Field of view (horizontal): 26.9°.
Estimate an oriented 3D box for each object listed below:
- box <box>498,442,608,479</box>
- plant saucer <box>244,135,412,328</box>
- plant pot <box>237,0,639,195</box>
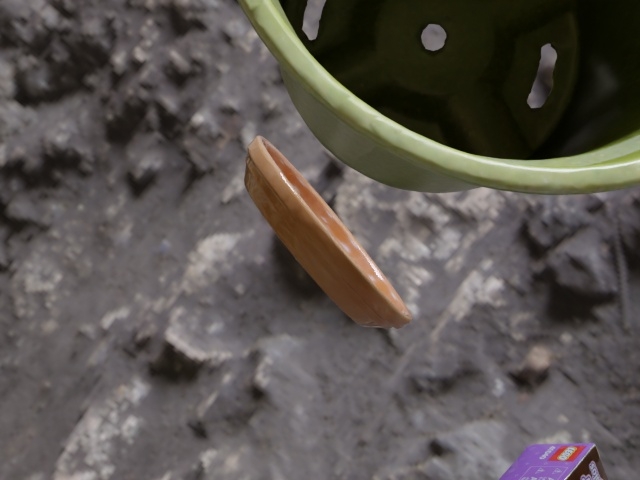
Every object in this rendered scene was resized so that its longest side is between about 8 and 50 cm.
[{"bbox_3d":[0.151,0.302,0.825,0.057,0.293,0.201,-10,18,43],"label":"box"},{"bbox_3d":[0.000,0.000,1.107,0.037,0.200,0.200,-40,24,5],"label":"plant saucer"},{"bbox_3d":[0.077,-0.134,0.646,0.276,0.276,0.254,-55,0,-10],"label":"plant pot"}]
